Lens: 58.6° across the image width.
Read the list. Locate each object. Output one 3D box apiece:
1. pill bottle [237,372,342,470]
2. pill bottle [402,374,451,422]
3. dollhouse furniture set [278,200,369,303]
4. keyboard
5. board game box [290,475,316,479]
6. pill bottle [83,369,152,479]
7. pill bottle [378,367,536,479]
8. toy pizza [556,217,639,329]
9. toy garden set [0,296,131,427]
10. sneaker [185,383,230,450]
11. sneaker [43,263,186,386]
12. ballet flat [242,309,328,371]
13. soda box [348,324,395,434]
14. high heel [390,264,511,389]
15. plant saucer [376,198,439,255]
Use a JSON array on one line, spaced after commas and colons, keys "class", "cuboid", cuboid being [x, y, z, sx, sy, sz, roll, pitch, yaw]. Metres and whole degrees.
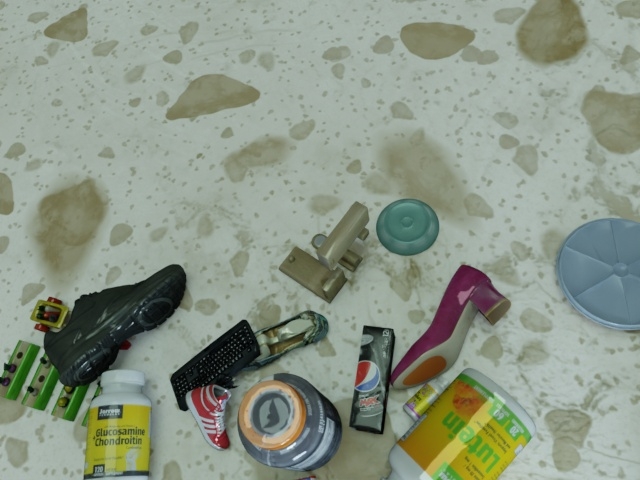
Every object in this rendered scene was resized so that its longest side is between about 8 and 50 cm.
[{"class": "pill bottle", "cuboid": [-0.046, 0.273, 0.856, 0.130, 0.246, 0.130, -4, 66, 9]}, {"class": "pill bottle", "cuboid": [0.177, 0.260, 0.931, 0.083, 0.043, 0.043, -41, 66, -9]}, {"class": "dollhouse furniture set", "cuboid": [0.000, 0.000, 1.020, 0.123, 0.151, 0.144, 32, 74, 22]}, {"class": "keyboard", "cuboid": [-0.186, 0.225, 0.988, 0.192, 0.038, 0.100, -40, 63, 14]}, {"class": "board game box", "cuboid": [-0.092, 0.463, 0.892, 0.193, 0.045, 0.147, -13, 65, 5]}, {"class": "pill bottle", "cuboid": [-0.342, 0.319, 0.971, 0.103, 0.103, 0.184, -8, 66, 7]}, {"class": "pill bottle", "cuboid": [0.190, 0.323, 0.849, 0.245, 0.136, 0.136, -44, 66, -9]}, {"class": "toy pizza", "cuboid": [0.503, 0.056, 0.965, 0.201, 0.032, 0.201, -4, 65, 9]}, {"class": "toy garden set", "cuboid": [-0.477, 0.220, 1.070, 0.244, 0.049, 0.204, 12, 69, 16]}, {"class": "sneaker", "cuboid": [-0.169, 0.294, 0.953, 0.067, 0.042, 0.118, -26, 100, 19]}, {"class": "sneaker", "cuboid": [-0.375, 0.127, 1.041, 0.130, 0.109, 0.286, 38, 62, 25]}, {"class": "ballet flat", "cuboid": [-0.078, 0.172, 1.008, 0.188, 0.070, 0.070, -26, 64, -1]}, {"class": "soda box", "cuboid": [0.088, 0.231, 0.951, 0.053, 0.060, 0.169, 5, 68, 13]}, {"class": "high heel", "cuboid": [0.196, 0.144, 0.972, 0.244, 0.082, 0.117, -43, 42, 2]}, {"class": "plant saucer", "cuboid": [0.163, -0.030, 1.073, 0.119, 0.021, 0.119, -4, 66, 10]}]
